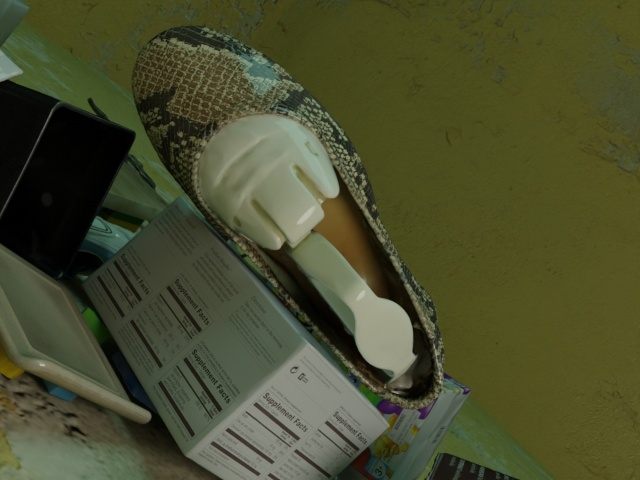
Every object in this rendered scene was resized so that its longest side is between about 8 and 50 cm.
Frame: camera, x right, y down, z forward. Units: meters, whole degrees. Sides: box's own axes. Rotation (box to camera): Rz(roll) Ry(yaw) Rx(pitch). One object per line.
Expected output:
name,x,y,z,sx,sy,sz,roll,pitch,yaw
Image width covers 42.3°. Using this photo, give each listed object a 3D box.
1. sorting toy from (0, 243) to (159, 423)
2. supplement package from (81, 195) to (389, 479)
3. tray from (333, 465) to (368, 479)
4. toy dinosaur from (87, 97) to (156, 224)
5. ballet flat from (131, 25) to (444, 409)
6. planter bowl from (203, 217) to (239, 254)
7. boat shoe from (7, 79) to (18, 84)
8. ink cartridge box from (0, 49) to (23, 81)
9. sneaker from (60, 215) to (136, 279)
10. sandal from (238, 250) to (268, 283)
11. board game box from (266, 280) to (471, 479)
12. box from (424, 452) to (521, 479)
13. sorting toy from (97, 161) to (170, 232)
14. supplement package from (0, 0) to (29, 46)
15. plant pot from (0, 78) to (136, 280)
sorting toy,-0.243,0.074,0.695,0.196,0.047,0.348,46,-5,30
supplement package,-0.088,0.118,0.852,0.262,0.145,0.204,45,-4,42
tray,0.063,0.318,1.075,0.145,0.030,0.270,39,5,-5
toy dinosaur,-0.352,-0.126,1.430,0.118,0.064,0.268,-4,-54,39
ballet flat,0.000,0.000,0.826,0.483,0.164,0.182,53,4,-30
planter bowl,-0.167,0.059,1.045,0.109,0.162,0.162,67,-9,-28
boat shoe,-0.522,-0.230,1.333,0.073,0.073,0.207,38,-2,-11
ink cartridge box,-0.424,-0.175,0.676,0.239,0.060,0.275,47,33,-3
sneaker,-0.304,-0.009,0.984,0.237,0.086,0.085,29,-30,23
sandal,-0.090,0.081,1.691,0.302,0.086,0.120,39,5,-11
board game box,0.032,0.183,1.098,0.275,0.144,0.142,32,6,27
box,0.175,0.319,0.764,0.203,0.169,0.167,17,-1,13
sorting toy,-0.366,-0.099,1.205,0.257,0.089,0.255,42,6,18
supplement package,-0.557,-0.315,1.049,0.262,0.198,0.199,39,4,-10
plant pot,-0.331,-0.079,0.845,0.167,0.188,0.187,30,4,9
